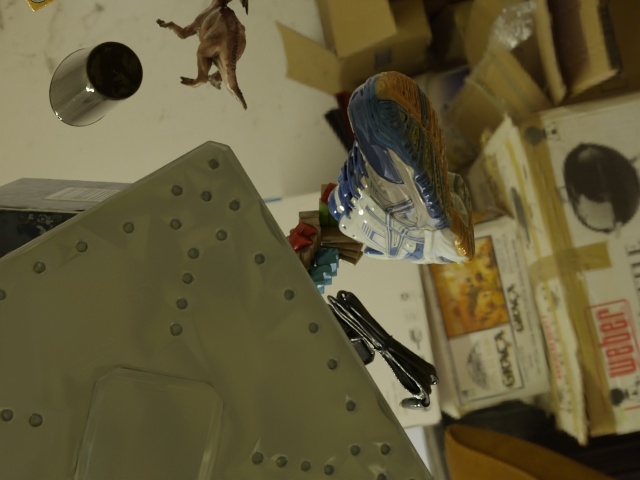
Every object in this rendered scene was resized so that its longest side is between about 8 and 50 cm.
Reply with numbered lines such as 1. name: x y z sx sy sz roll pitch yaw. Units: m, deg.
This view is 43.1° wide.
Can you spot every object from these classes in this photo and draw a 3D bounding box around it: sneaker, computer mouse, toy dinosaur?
1. sneaker: 0.060 -0.044 0.763 0.296 0.131 0.112 53 -145 -58
2. computer mouse: 0.053 0.140 1.015 0.184 0.060 0.262 45 155 -3
3. toy dinosaur: -0.185 -0.401 1.540 0.127 0.200 0.295 15 -134 -49

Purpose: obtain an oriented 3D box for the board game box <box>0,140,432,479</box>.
1. board game box: -0.150 0.171 0.707 0.390 0.390 0.050 59 162 -5

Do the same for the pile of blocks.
1. pile of blocks: 0.000 0.000 1.625 0.362 0.149 0.112 -56 -23 -37

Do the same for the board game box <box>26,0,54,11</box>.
1. board game box: -0.392 -0.519 1.130 0.316 0.242 0.064 59 -166 -29

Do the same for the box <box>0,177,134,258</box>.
1. box: -0.520 0.121 1.851 0.297 0.480 0.472 -56 -32 -70

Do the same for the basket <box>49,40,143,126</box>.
1. basket: -0.503 -0.365 1.840 0.154 0.204 0.227 35 163 -27
